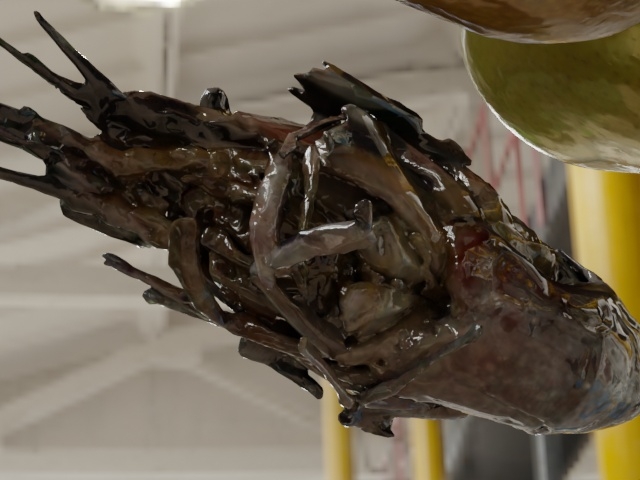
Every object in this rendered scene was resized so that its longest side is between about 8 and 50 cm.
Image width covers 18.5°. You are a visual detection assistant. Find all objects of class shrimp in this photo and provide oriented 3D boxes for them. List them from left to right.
[{"bbox_3d":[-0.004,0.002,0.810,0.343,0.145,0.116,24,-64,-22],"label":"shrimp"}]

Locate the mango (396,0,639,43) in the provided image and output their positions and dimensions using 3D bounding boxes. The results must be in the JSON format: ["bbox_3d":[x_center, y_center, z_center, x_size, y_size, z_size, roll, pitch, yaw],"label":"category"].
[{"bbox_3d":[0.071,-0.158,0.699,0.120,0.177,0.295,-28,-14,36],"label":"mango"}]

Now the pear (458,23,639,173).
[{"bbox_3d":[0.288,-0.216,1.416,0.362,0.362,0.418,18,-38,-37],"label":"pear"}]
